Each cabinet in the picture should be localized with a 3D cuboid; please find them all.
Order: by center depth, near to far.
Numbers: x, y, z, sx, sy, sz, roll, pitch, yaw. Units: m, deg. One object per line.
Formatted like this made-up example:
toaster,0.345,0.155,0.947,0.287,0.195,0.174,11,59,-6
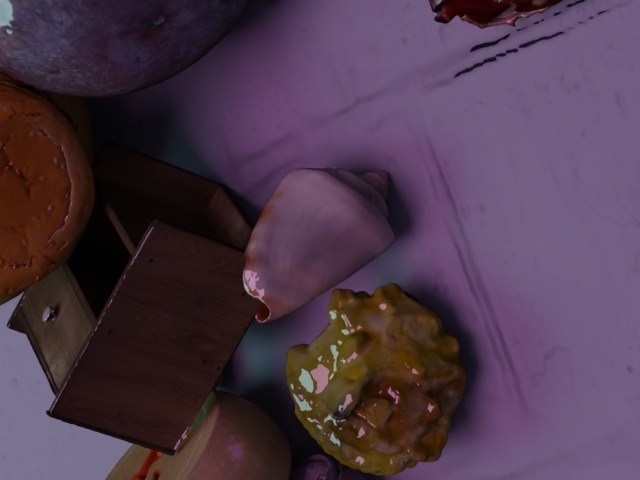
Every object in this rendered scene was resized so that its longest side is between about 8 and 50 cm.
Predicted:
cabinet,-0.172,0.053,1.670,0.215,0.148,0.175,-60,32,15

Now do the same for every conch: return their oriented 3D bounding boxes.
conch,-0.005,-0.003,1.598,0.104,0.176,0.094,50,177,-26

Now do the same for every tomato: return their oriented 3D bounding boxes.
tomato,-0.203,-0.280,1.574,0.317,0.316,0.282,-58,48,33

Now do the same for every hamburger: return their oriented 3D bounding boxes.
hamburger,-0.308,-0.051,1.609,0.108,0.213,0.214,-145,51,-67

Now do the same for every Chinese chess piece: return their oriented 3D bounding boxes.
Chinese chess piece,-0.136,0.257,1.710,0.097,0.251,0.251,40,131,-16

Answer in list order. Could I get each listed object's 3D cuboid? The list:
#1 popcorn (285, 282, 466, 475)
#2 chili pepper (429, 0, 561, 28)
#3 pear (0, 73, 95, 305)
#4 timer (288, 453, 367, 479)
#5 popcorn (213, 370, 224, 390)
popcorn,0.050,0.120,1.603,0.173,0.142,0.173,38,133,55
chili pepper,0.126,-0.299,1.450,0.144,0.136,0.253,91,162,-77
pear,-0.374,-0.088,1.789,0.314,0.314,0.314,12,109,37
timer,-0.046,0.299,1.687,0.069,0.191,0.208,42,129,-16
popcorn,-0.144,0.123,1.788,0.084,0.084,0.084,12,109,37
